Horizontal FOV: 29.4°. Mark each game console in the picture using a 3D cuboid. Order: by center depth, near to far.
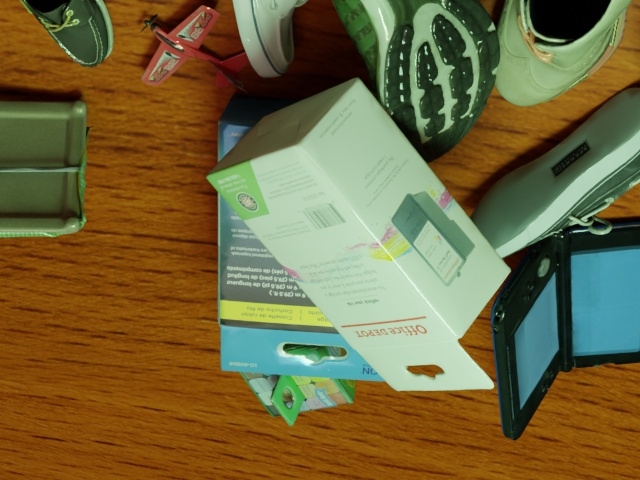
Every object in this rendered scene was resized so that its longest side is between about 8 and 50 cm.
[{"bbox_3d":[0.368,0.127,1.666,0.173,0.250,0.293,18,142,29],"label":"game console"}]

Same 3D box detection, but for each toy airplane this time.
[{"bbox_3d":[-0.147,-0.227,1.472,0.151,0.028,0.151,5,137,4],"label":"toy airplane"}]

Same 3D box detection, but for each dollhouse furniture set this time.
[{"bbox_3d":[-0.439,-0.068,1.547,0.302,0.197,0.151,1,152,-6],"label":"dollhouse furniture set"}]

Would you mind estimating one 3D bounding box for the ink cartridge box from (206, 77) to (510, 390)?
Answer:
[{"bbox_3d":[0.063,0.007,1.367,0.353,0.119,0.207,50,151,-17],"label":"ink cartridge box"}]

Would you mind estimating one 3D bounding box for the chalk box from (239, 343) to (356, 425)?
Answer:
[{"bbox_3d":[-0.029,0.156,1.711,0.132,0.213,0.132,-13,132,20],"label":"chalk box"}]

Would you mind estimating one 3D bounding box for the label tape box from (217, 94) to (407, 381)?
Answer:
[{"bbox_3d":[0.000,0.000,1.547,0.249,0.115,0.347,4,116,4],"label":"label tape box"}]

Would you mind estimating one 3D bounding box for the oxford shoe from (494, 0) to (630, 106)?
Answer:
[{"bbox_3d":[0.240,-0.242,1.257,0.140,0.146,0.397,43,156,10],"label":"oxford shoe"}]

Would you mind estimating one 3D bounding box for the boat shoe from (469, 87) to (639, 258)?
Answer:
[{"bbox_3d":[0.315,-0.062,1.519,0.105,0.113,0.306,33,115,-31],"label":"boat shoe"}]

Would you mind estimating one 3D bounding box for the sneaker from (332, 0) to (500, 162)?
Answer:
[{"bbox_3d":[0.070,-0.268,1.319,0.158,0.182,0.410,-29,128,-14],"label":"sneaker"}]

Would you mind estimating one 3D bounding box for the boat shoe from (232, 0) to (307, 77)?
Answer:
[{"bbox_3d":[-0.050,-0.289,1.349,0.084,0.095,0.258,1,137,13],"label":"boat shoe"}]

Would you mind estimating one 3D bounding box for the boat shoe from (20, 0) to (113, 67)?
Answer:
[{"bbox_3d":[-0.310,-0.284,1.409,0.081,0.068,0.227,-9,133,17],"label":"boat shoe"}]
